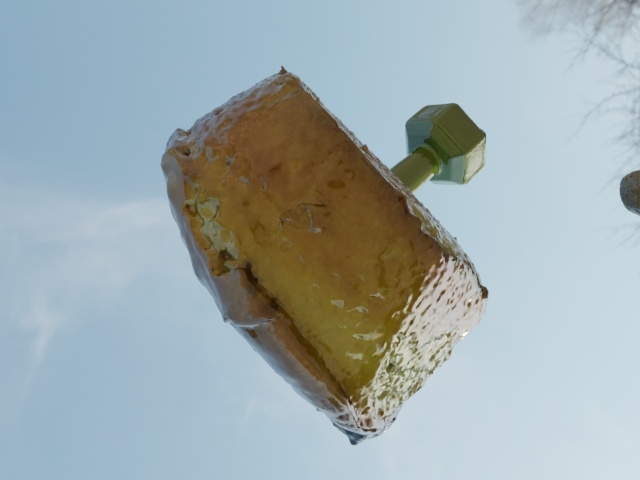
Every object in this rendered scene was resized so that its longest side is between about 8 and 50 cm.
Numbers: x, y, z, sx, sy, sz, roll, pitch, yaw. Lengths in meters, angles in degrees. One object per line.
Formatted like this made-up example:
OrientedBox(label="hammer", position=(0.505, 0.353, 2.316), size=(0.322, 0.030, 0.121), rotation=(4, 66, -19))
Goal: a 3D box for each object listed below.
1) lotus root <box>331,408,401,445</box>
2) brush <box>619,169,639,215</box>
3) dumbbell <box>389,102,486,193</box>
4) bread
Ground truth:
OrientedBox(label="lotus root", position=(0.062, 0.090, 0.899), size=(0.110, 0.097, 0.258), rotation=(55, -131, -51))
OrientedBox(label="brush", position=(0.392, 0.012, 0.704), size=(0.299, 0.042, 0.039), rotation=(26, -164, 11))
OrientedBox(label="dumbbell", position=(0.095, -0.068, 1.115), size=(0.302, 0.121, 0.108), rotation=(-40, -65, -29))
OrientedBox(label="bread", position=(0.000, 0.000, 0.585), size=(0.268, 0.145, 0.268), rotation=(49, -174, -7))
